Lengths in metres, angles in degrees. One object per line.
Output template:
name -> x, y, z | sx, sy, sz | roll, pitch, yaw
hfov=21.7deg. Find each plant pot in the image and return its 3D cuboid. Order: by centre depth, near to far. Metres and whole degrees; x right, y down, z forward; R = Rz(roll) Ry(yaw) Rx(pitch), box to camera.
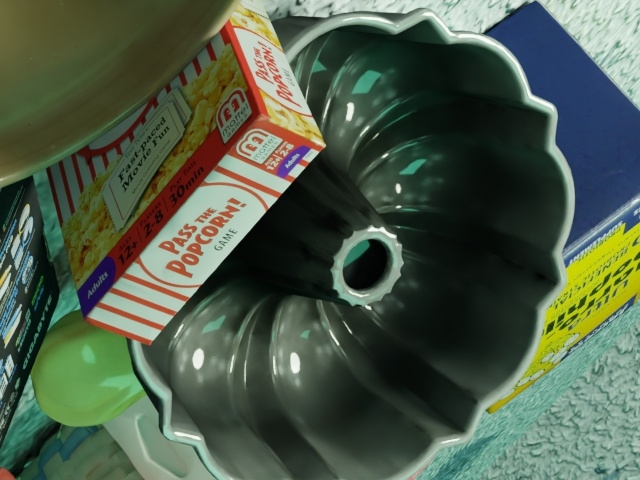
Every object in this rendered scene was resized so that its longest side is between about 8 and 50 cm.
plant pot -> -0.138, -0.133, 0.720 | 0.237, 0.110, 0.237 | -34, 162, -13

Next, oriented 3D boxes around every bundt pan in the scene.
bundt pan -> 0.000, 0.000, 1.098 | 0.331, 0.124, 0.331 | -11, 112, -28

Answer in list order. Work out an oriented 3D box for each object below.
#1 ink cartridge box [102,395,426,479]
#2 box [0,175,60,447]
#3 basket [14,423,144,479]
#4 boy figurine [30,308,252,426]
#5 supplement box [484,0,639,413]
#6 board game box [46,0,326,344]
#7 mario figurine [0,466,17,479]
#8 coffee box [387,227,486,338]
ink cartridge box -> -0.043, 0.143, 1.413 | 0.117, 0.207, 0.283 | -46, 161, 18
box -> -0.231, 0.089, 0.893 | 0.293, 0.073, 0.295 | 92, 14, -65
basket -> -0.143, 0.292, 1.441 | 0.255, 0.289, 0.201 | -44, 157, 23
boy figurine -> -0.081, 0.074, 1.224 | 0.285, 0.177, 0.092 | -17, 152, -41
supplement box -> 0.168, -0.014, 1.471 | 0.194, 0.195, 0.356 | -36, 162, -9
board game box -> -0.082, -0.065, 0.866 | 0.045, 0.193, 0.147 | 24, 119, -36
mario figurine -> -0.325, 0.267, 1.294 | 0.320, 0.198, 0.170 | -31, 141, 10
coffee box -> 0.046, -0.014, 1.247 | 0.113, 0.184, 0.040 | -42, 163, 9
